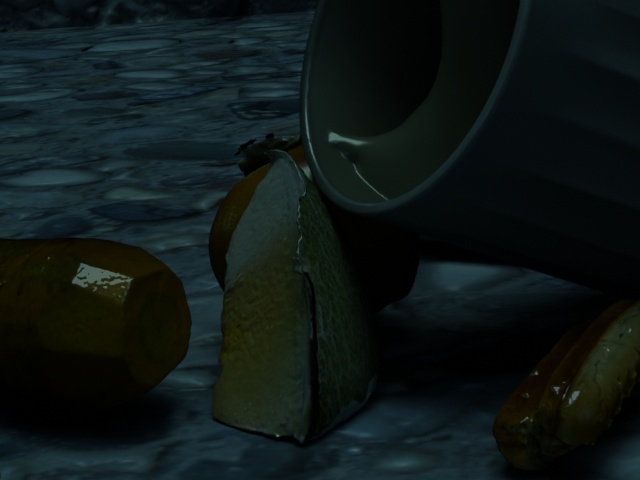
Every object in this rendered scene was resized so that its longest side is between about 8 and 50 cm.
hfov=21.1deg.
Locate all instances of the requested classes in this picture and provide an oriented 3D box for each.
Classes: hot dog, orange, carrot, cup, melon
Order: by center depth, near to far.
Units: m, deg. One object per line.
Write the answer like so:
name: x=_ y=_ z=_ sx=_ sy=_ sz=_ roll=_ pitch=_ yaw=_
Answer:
hot dog: x=0.150 y=0.079 z=0.981 sx=0.071 sy=0.045 sz=0.165 roll=-39 pitch=-2 yaw=33
melon: x=-0.009 y=0.049 z=1.090 sx=0.093 sy=0.202 sz=0.139 roll=-18 pitch=-30 yaw=30
carrot: x=-0.222 y=0.052 z=1.119 sx=0.302 sy=0.114 sz=0.114 roll=1 pitch=14 yaw=33
cup: x=0.165 y=-0.105 z=1.162 sx=0.327 sy=0.237 sz=0.323 roll=15 pitch=16 yaw=-32
orange: x=0.000 y=0.000 z=1.200 sx=0.155 sy=0.134 sz=0.154 roll=-36 pitch=-1 yaw=-1

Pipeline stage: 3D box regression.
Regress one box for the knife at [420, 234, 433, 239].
knife: x=0.107 y=-0.009 z=1.414 sx=0.399 sy=0.038 sz=0.132 roll=2 pitch=7 yaw=26

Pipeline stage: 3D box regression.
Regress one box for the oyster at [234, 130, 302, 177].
oyster: x=0.069 y=-0.062 z=1.512 sx=0.294 sy=0.094 sz=0.166 roll=-7 pitch=-9 yaw=-13
